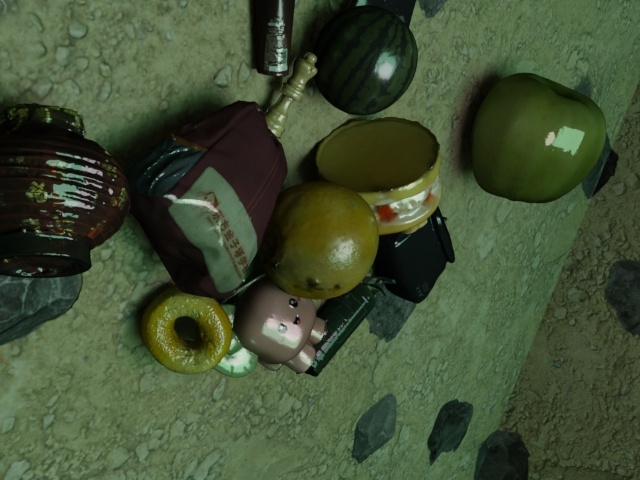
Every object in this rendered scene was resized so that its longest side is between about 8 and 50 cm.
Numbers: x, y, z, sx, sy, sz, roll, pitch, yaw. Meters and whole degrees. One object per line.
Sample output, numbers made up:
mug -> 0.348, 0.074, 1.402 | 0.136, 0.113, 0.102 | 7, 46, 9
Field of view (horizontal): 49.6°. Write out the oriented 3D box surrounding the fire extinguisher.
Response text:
fire extinguisher -> 0.056, 0.193, 1.710 | 0.311, 0.114, 0.095 | -50, 145, -21

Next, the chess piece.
chess piece -> -0.059, -0.281, 1.320 | 0.060, 0.060, 0.172 | 17, 108, -53

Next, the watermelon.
watermelon -> 0.087, -0.353, 1.353 | 0.212, 0.212, 0.212 | -27, 129, -39

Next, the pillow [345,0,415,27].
pillow -> 0.133, -0.495, 1.456 | 0.208, 0.055, 0.141 | 14, 97, -52

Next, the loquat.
loquat -> 0.000, 0.000, 1.340 | 0.244, 0.244, 0.243 | -27, 129, -39

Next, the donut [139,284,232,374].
donut -> -0.249, 0.173, 1.289 | 0.178, 0.065, 0.162 | 44, 90, -11

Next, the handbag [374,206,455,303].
handbag -> 0.255, -0.018, 1.771 | 0.275, 0.178, 0.302 | -51, 141, -17

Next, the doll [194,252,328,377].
doll -> -0.127, 0.165, 1.446 | 0.268, 0.216, 0.284 | 38, 61, -28

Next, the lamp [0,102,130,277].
lamp -> -0.385, -0.067, 0.951 | 0.247, 0.247, 0.246 | -27, 129, -39

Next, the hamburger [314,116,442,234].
hamburger -> 0.114, -0.116, 1.498 | 0.303, 0.261, 0.186 | -25, 135, -17

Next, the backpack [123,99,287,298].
backpack -> -0.182, -0.096, 1.198 | 0.317, 0.197, 0.283 | -60, 147, -33

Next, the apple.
apple -> 0.580, -0.274, 1.887 | 0.357, 0.357, 0.357 | -27, 129, -39

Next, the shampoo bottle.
shampoo bottle -> -0.084, -0.415, 1.236 | 0.068, 0.067, 0.236 | -30, 131, -49
